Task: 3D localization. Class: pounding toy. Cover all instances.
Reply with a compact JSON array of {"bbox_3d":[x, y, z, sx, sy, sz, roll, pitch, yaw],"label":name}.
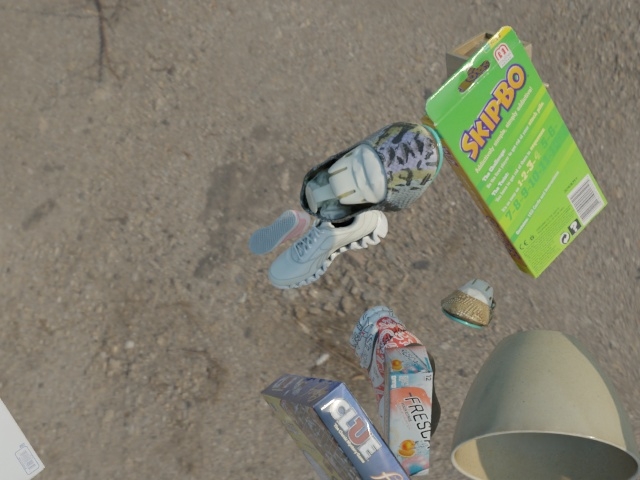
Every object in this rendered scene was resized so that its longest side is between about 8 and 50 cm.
[{"bbox_3d":[0.329,-0.315,1.459,0.141,0.100,0.130,-34,44,-25],"label":"pounding toy"}]

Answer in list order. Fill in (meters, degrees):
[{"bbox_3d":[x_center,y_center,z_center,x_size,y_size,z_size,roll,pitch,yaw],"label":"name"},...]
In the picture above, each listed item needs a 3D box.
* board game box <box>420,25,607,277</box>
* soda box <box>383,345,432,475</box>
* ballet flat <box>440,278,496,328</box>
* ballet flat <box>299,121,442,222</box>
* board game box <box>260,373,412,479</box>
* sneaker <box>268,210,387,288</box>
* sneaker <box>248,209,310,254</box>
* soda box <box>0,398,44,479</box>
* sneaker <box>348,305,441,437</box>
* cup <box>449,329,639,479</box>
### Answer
[{"bbox_3d":[0.205,-0.088,0.829,0.124,0.259,0.039,-45,34,-8],"label":"board game box"},{"bbox_3d":[0.118,0.234,1.076,0.058,0.063,0.183,-4,118,-1],"label":"soda box"},{"bbox_3d":[0.213,0.086,1.113,0.073,0.206,0.067,27,91,13],"label":"ballet flat"},{"bbox_3d":[0.018,-0.028,0.391,0.041,0.114,0.041,3,81,-22],"label":"ballet flat"},{"bbox_3d":[0.019,0.229,0.879,0.042,0.243,0.165,-36,94,-17],"label":"board game box"},{"bbox_3d":[0.000,0.000,1.726,0.292,0.118,0.110,-33,55,8],"label":"sneaker"},{"bbox_3d":[-0.073,-0.015,1.506,0.134,0.070,0.051,-36,74,31],"label":"sneaker"},{"bbox_3d":[-0.341,0.138,0.702,0.074,0.069,0.216,-28,94,46],"label":"soda box"},{"bbox_3d":[0.115,0.220,1.252,0.090,0.270,0.145,-24,47,-17],"label":"sneaker"},{"bbox_3d":[0.414,0.309,1.475,0.331,0.331,0.237,-6,53,22],"label":"cup"}]
